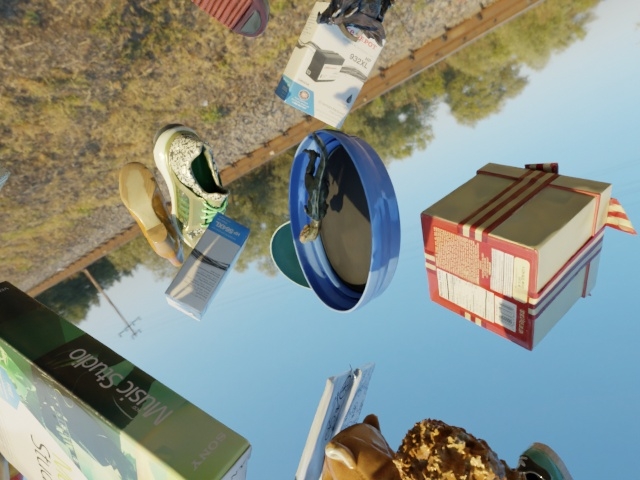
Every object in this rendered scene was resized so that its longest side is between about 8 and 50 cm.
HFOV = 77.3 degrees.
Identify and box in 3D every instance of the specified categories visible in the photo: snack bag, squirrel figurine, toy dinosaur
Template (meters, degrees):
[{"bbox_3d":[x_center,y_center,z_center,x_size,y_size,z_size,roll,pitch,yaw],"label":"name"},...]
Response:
[{"bbox_3d":[0.043,0.478,1.032,0.037,0.322,0.343,18,176,25],"label":"snack bag"},{"bbox_3d":[0.185,0.468,0.723,0.281,0.370,0.396,2,127,-51],"label":"squirrel figurine"},{"bbox_3d":[-0.008,-0.117,0.805,0.064,0.268,0.118,2,-139,-2],"label":"toy dinosaur"}]

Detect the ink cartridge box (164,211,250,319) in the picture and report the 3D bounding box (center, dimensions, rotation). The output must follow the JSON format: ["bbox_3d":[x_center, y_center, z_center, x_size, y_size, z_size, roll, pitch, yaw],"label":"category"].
[{"bbox_3d":[-0.243,0.060,0.869,0.203,0.086,0.148,-62,-173,-23],"label":"ink cartridge box"}]

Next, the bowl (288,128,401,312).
[{"bbox_3d":[0.038,-0.042,0.870,0.077,0.390,0.391,-10,-177,-24],"label":"bowl"}]

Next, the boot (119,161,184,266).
[{"bbox_3d":[-0.502,-0.069,1.205,0.104,0.295,0.211,-24,164,-15],"label":"boot"}]

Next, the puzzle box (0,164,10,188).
[{"bbox_3d":[-0.857,0.005,0.846,0.409,0.052,0.272,-33,-159,29],"label":"puzzle box"}]

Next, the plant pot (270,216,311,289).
[{"bbox_3d":[0.000,0.000,1.368,0.290,0.290,0.195,-22,-155,31],"label":"plant pot"}]

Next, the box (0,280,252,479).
[{"bbox_3d":[-0.216,0.202,0.387,0.322,0.232,0.058,20,-151,21],"label":"box"}]

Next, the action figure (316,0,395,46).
[{"bbox_3d":[0.044,-0.398,0.617,0.141,0.164,0.275,-8,-126,46],"label":"action figure"}]

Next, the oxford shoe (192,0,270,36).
[{"bbox_3d":[-0.184,-0.474,0.586,0.123,0.348,0.130,-12,-142,49],"label":"oxford shoe"}]

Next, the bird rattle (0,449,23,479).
[{"bbox_3d":[-0.451,0.322,0.519,0.143,0.253,0.207,10,158,-42],"label":"bird rattle"}]

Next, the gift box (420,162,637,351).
[{"bbox_3d":[0.376,0.022,0.738,0.258,0.255,0.276,-33,-139,-25],"label":"gift box"}]

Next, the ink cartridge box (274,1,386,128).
[{"bbox_3d":[0.027,-0.553,1.282,0.307,0.223,0.129,-61,-149,19],"label":"ink cartridge box"}]

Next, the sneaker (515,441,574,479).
[{"bbox_3d":[0.562,0.636,0.916,0.121,0.302,0.108,-15,149,-35],"label":"sneaker"}]

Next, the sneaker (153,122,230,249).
[{"bbox_3d":[-0.319,-0.108,1.101,0.182,0.410,0.158,20,-134,39],"label":"sneaker"}]
